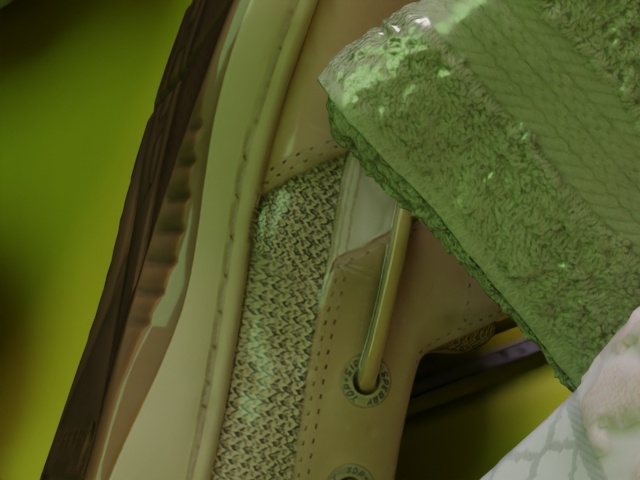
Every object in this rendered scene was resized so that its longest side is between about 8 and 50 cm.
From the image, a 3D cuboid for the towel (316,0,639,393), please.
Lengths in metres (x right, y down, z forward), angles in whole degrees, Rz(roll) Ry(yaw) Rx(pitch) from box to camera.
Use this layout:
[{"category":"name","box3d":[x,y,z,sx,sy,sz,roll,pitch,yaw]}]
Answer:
[{"category":"towel","box3d":[0.082,-0.019,0.464,0.110,0.148,0.027,-42,4,10]}]

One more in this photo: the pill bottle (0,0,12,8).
[{"category":"pill bottle","box3d":[-0.204,-0.157,0.750,0.278,0.162,0.162,-7,65,42]}]

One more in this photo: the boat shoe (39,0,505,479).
[{"category":"boat shoe","box3d":[0.000,0.000,0.540,0.121,0.110,0.341,175,113,-76]}]

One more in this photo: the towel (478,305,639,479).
[{"category":"towel","box3d":[0.126,0.102,0.303,0.317,0.053,0.332,-51,33,30]}]
